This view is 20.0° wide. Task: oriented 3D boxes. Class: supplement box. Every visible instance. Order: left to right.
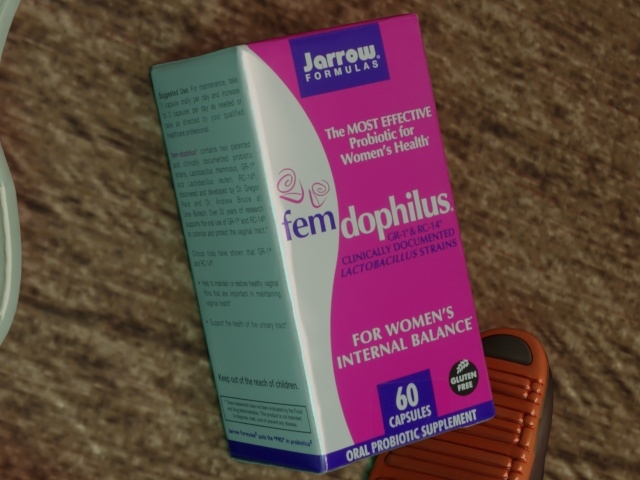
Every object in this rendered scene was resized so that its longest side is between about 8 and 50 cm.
[{"bbox_3d":[0.000,0.000,0.964,0.111,0.114,0.220,-15,95,-28],"label":"supplement box"}]

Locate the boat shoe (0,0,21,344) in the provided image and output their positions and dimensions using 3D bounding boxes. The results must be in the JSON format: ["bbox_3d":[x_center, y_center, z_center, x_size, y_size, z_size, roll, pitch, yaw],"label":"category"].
[{"bbox_3d":[-0.203,-0.089,0.859,0.114,0.091,0.303,9,83,-49],"label":"boat shoe"}]

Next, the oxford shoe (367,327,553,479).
[{"bbox_3d":[0.080,0.184,1.033,0.098,0.097,0.271,27,80,-47],"label":"oxford shoe"}]
